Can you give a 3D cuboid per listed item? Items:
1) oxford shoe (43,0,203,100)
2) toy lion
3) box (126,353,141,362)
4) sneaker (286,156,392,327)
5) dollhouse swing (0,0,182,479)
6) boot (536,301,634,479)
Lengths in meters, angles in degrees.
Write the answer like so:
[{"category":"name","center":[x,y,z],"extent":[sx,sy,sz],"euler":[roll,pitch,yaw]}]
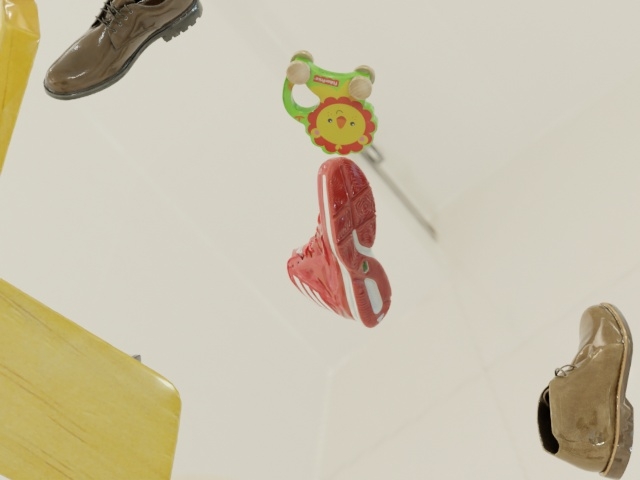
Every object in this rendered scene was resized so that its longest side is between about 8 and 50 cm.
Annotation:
[{"category":"oxford shoe","center":[-0.252,-0.259,1.822],"extent":[0.227,0.096,0.083],"euler":[-42,60,-15]},{"category":"toy lion","center":[0.010,-0.130,1.477],"extent":[0.034,0.100,0.096],"euler":[-76,1,-57]},{"category":"box","center":[-0.399,0.271,2.394],"extent":[0.231,0.183,0.056],"euler":[0,7,15]},{"category":"sneaker","center":[0.000,0.000,1.771],"extent":[0.128,0.221,0.087],"euler":[10,32,37]},{"category":"dollhouse swing","center":[-0.233,0.005,1.170],"extent":[0.347,0.315,0.305],"euler":[12,70,58]},{"category":"boot","center":[0.366,0.190,2.085],"extent":[0.305,0.115,0.112],"euler":[-79,3,-49]}]
